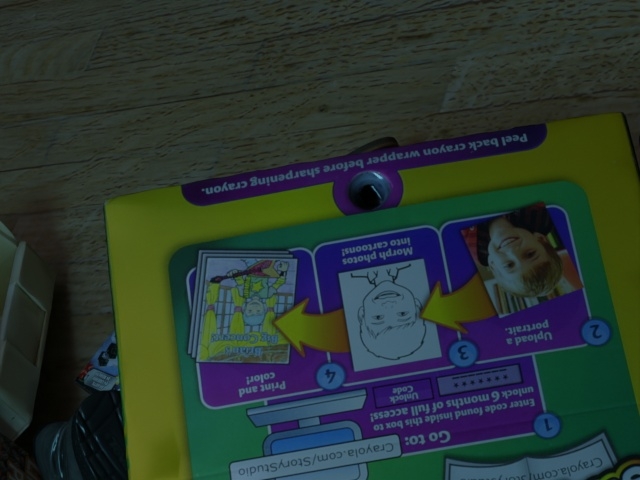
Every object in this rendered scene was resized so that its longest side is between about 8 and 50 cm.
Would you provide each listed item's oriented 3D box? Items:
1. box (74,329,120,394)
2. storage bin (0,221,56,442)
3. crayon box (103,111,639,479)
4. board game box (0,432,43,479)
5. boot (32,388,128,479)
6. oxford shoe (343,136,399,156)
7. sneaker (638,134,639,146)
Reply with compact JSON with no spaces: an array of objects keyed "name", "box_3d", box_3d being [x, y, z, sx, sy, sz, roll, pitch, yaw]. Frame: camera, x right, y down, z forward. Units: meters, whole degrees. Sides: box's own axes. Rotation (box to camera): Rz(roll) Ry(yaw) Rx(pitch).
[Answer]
[{"name":"box","box_3d":[-0.146,0.115,1.582,0.094,0.027,0.137,-52,40,-10]},{"name":"storage bin","box_3d":[-0.381,0.126,1.654,0.260,0.123,0.262,-32,27,16]},{"name":"crayon box","box_3d":[0.054,0.098,1.200,0.363,0.106,0.313,-9,63,1]},{"name":"board game box","box_3d":[-0.375,0.234,1.469,0.232,0.291,0.141,-32,40,16]},{"name":"boot","box_3d":[-0.158,0.244,1.436,0.161,0.083,0.246,-42,61,60]},{"name":"oxford shoe","box_3d":[0.000,0.000,1.540,0.212,0.076,0.076,-44,70,-3]},{"name":"sneaker","box_3d":[0.290,0.006,1.250,0.108,0.100,0.271,-17,48,17]}]
